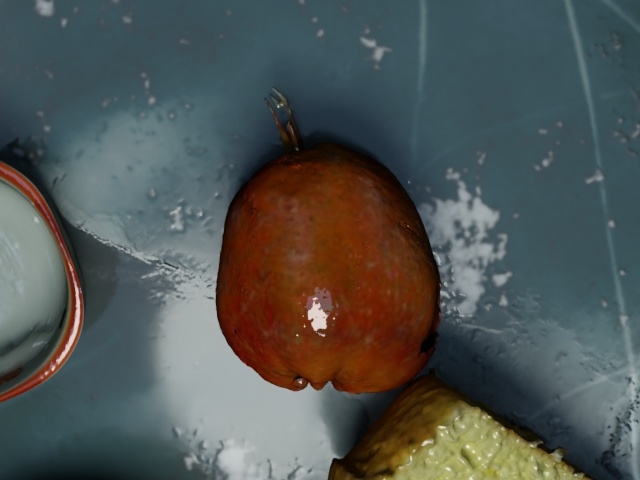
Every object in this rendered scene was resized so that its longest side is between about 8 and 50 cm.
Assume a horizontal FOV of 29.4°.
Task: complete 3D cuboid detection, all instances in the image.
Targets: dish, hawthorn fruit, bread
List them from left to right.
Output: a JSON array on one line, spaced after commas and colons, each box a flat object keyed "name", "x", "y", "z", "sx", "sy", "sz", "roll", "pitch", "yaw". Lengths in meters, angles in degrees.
[{"name": "dish", "x": -0.342, "y": 0.036, "z": 1.169, "sx": 0.256, "sy": 0.117, "sz": 0.256, "roll": 0, "pitch": 99, "yaw": -1}, {"name": "hawthorn fruit", "x": 0.000, "y": 0.000, "z": 1.136, "sx": 0.211, "sy": 0.211, "sz": 0.299, "roll": -11, "pitch": 87, "yaw": 0}, {"name": "bread", "x": 0.137, "y": 0.245, "z": 1.173, "sx": 0.340, "sy": 0.179, "sz": 0.194, "roll": 36, "pitch": 91, "yaw": -30}]
